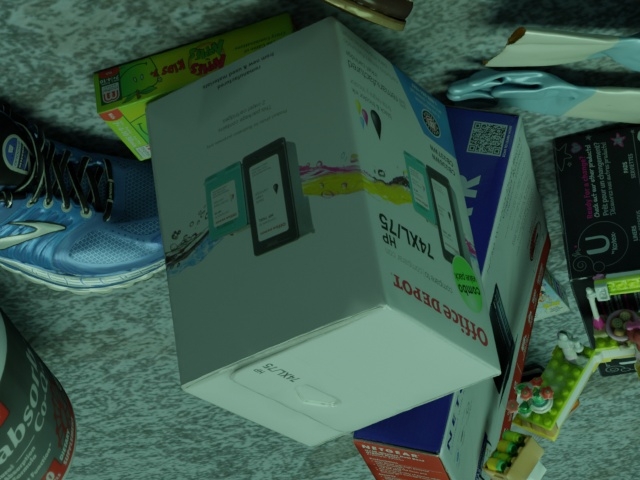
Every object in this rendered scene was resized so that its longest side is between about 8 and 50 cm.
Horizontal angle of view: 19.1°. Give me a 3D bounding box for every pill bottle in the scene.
[{"bbox_3d":[-0.391,0.146,1.894,0.210,0.210,0.363,-12,152,6],"label":"pill bottle"}]

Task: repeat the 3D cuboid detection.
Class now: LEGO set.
[{"bbox_3d":[0.259,0.109,1.765,0.287,0.132,0.107,-27,144,-1],"label":"LEGO set"}]

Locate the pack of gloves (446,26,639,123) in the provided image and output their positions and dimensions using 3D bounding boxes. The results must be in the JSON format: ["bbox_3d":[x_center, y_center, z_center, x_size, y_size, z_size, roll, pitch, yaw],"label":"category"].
[{"bbox_3d":[0.238,-0.162,1.707,0.232,0.046,0.195,2,165,-23],"label":"pack of gloves"}]

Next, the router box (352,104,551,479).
[{"bbox_3d":[0.133,0.089,1.799,0.082,0.335,0.301,9,159,16],"label":"router box"}]

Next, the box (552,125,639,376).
[{"bbox_3d":[0.321,0.011,1.902,0.142,0.163,0.247,-9,152,10],"label":"box"}]

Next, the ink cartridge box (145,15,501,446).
[{"bbox_3d":[0.000,0.000,1.584,0.197,0.270,0.198,-24,149,25],"label":"ink cartridge box"}]

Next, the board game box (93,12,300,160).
[{"bbox_3d":[-0.094,-0.131,1.647,0.181,0.043,0.092,-16,151,13],"label":"board game box"}]

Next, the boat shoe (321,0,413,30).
[{"bbox_3d":[0.006,-0.221,1.485,0.207,0.073,0.073,15,104,-47],"label":"boat shoe"}]

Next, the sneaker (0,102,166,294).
[{"bbox_3d":[-0.257,-0.037,1.684,0.330,0.129,0.147,0,153,-16],"label":"sneaker"}]

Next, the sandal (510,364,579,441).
[{"bbox_3d":[0.243,0.188,2.295,0.102,0.076,0.265,-38,159,4],"label":"sandal"}]

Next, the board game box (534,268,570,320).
[{"bbox_3d":[0.188,0.071,2.118,0.154,0.026,0.103,-19,150,18],"label":"board game box"}]
